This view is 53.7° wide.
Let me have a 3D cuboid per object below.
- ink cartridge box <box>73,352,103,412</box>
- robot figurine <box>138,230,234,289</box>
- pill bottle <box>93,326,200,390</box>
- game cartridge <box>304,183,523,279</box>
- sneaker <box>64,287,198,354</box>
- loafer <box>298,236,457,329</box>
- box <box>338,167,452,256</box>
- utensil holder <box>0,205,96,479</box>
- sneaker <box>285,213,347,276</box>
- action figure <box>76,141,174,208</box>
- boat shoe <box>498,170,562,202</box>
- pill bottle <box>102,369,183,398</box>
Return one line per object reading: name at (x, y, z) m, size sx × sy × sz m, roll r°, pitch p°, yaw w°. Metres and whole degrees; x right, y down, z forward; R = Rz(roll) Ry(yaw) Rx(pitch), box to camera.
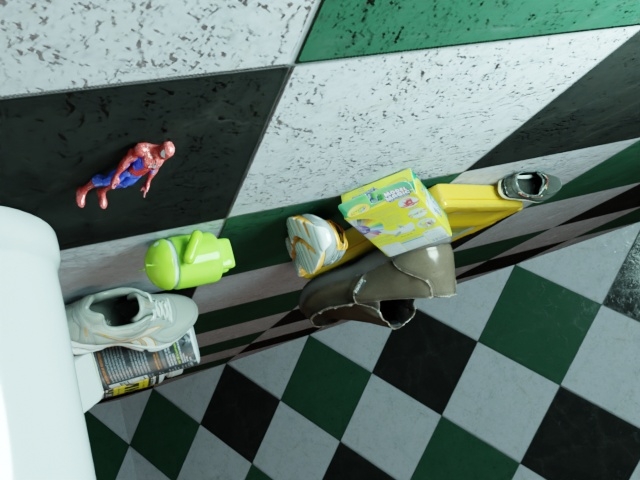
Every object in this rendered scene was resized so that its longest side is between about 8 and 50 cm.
ink cartridge box at (-0.478, 0.235, 0.994) m, size 0.212 × 0.093 × 0.154 m, roll 3°, pitch -158°, yaw 25°
robot figurine at (-0.170, 0.026, 0.804) m, size 0.115 × 0.067 × 0.101 m, roll -9°, pitch 171°, yaw -30°
pill bottle at (-0.359, 0.201, 1.180) m, size 0.245 × 0.130 × 0.130 m, roll -14°, pitch 168°, yaw -11°
game cartridge at (0.164, -0.013, 1.120) m, size 0.285 × 0.053 × 0.323 m, roll -4°, pitch 163°, yaw -46°
sneaker at (-0.288, 0.122, 1.018) m, size 0.121 × 0.099 × 0.262 m, roll -31°, pitch 163°, yaw 35°
loafer at (0.087, 0.097, 1.081) m, size 0.134 × 0.130 × 0.366 m, roll -8°, pitch 164°, yaw -36°
box at (0.102, -0.037, 0.867) m, size 0.105 × 0.043 × 0.179 m, roll -20°, pitch 153°, yaw 21°
utensil holder at (-0.373, 0.202, 0.564) m, size 0.327 × 0.385 × 0.327 m, roll -16°, pitch 169°, yaw -3°
sneaker at (0.000, 0.000, 0.905) m, size 0.083 × 0.084 × 0.215 m, roll -18°, pitch 177°, yaw -9°
action figure at (-0.164, -0.056, 0.543) m, size 0.115 × 0.030 × 0.038 m, roll -27°, pitch 159°, yaw 33°
boat shoe at (0.351, -0.089, 1.032) m, size 0.133 × 0.049 × 0.042 m, roll -4°, pitch 171°, yaw -31°
pill bottle at (-0.450, 0.303, 1.539) m, size 0.208 × 0.119 × 0.119 m, roll -11°, pitch 166°, yaw -27°
